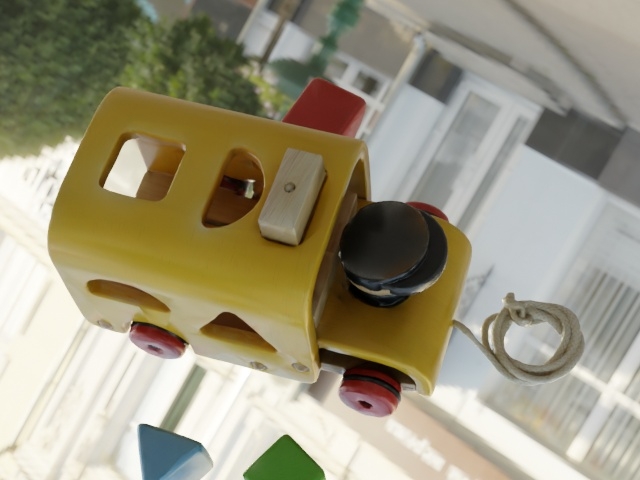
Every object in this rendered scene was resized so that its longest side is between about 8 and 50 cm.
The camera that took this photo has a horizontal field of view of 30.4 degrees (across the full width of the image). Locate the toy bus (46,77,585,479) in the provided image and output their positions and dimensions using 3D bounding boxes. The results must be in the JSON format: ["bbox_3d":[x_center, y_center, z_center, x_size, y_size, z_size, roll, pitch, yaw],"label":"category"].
[{"bbox_3d":[-0.013,0.002,0.503,0.191,0.202,0.104,58,170,27],"label":"toy bus"}]
